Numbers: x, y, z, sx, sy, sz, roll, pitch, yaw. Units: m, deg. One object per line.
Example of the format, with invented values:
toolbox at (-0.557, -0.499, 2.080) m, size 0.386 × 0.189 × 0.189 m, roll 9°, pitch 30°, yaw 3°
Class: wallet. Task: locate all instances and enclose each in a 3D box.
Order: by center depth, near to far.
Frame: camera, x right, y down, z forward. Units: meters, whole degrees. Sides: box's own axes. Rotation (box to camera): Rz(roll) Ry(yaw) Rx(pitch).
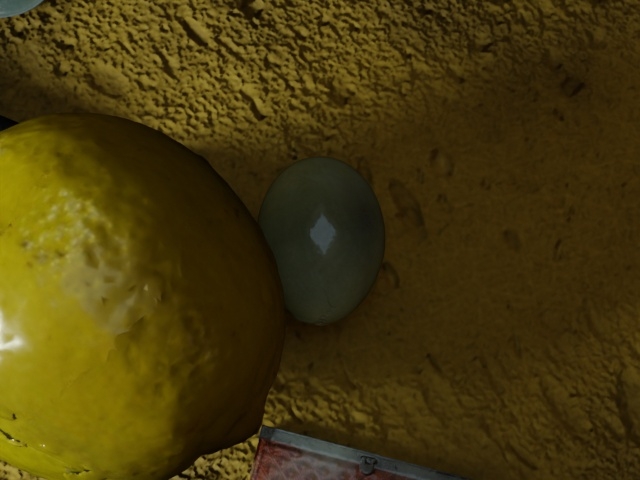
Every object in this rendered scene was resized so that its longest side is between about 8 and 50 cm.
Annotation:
wallet at (0.032, 0.231, 1.341) m, size 0.196 × 0.020 × 0.103 m, roll 15°, pitch 69°, yaw 0°

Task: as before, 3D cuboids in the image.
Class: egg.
egg at (0.000, 0.000, 1.371) m, size 0.114 × 0.114 × 0.152 m, roll 4°, pitch 71°, yaw -4°

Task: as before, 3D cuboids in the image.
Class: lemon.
lemon at (-0.173, 0.049, 1.199) m, size 0.297 × 0.297 × 0.297 m, roll 2°, pitch 70°, yaw -5°

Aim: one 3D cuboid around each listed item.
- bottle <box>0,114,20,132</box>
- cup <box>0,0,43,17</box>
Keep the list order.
bottle at (-0.369, -0.112, 1.396) m, size 0.244 × 0.072 × 0.082 m, roll 22°, pitch 111°, yaw 3°
cup at (-0.310, -0.329, 1.442) m, size 0.199 × 0.199 × 0.150 m, roll 18°, pitch 52°, yaw 1°
